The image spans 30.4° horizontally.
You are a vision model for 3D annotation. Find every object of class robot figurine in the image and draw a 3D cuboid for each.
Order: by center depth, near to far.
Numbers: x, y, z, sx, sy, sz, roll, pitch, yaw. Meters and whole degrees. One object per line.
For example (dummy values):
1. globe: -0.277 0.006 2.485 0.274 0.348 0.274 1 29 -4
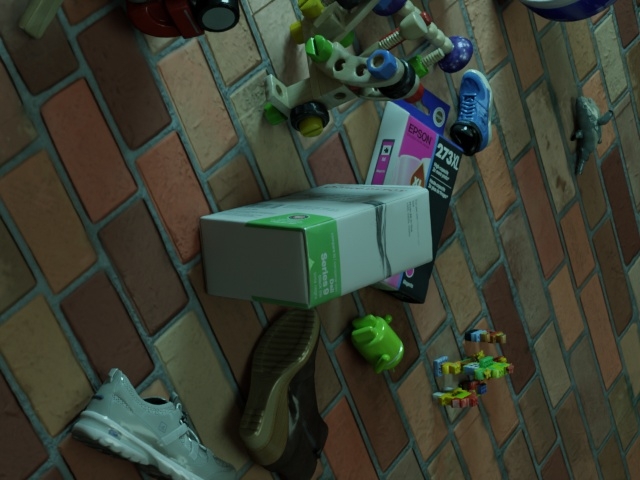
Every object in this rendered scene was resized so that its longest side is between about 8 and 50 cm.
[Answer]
1. robot figurine: 0.096 0.172 1.974 0.115 0.067 0.101 51 28 -38

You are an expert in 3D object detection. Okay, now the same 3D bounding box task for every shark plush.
1. shark plush: 0.549 -0.222 2.472 0.067 0.073 0.161 -1 117 -29

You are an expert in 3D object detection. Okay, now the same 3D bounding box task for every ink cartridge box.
1. ink cartridge box: 0.000 0.000 1.738 0.289 0.211 0.121 -17 107 -46
2. ink cartridge box: 0.153 -0.092 2.016 0.176 0.069 0.370 26 73 -47

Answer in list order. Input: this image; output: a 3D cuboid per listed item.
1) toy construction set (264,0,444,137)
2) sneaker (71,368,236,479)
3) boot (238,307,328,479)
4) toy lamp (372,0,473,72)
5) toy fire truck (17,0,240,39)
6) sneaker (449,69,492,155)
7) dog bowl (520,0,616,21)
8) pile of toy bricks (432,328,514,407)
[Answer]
1. toy construction set: 0.027 -0.278 1.792 0.257 0.237 0.309 64 25 8
2. sneaker: -0.204 0.270 1.620 0.281 0.105 0.115 39 66 -43
3. boot: -0.038 0.247 1.844 0.248 0.090 0.207 -66 147 -21
4. toy lamp: 0.159 -0.373 1.975 0.275 0.080 0.080 30 72 -45
5. toy fire truck: -0.244 -0.327 1.488 0.217 0.246 0.158 61 18 -58
6. sneaker: 0.270 -0.227 2.130 0.084 0.058 0.152 -37 128 -49
7. dog bowl: 0.451 -0.537 2.142 0.104 0.265 0.264 21 78 -50
8. pile of toy bricks: 0.307 0.237 2.190 0.212 0.105 0.118 -17 107 -46
